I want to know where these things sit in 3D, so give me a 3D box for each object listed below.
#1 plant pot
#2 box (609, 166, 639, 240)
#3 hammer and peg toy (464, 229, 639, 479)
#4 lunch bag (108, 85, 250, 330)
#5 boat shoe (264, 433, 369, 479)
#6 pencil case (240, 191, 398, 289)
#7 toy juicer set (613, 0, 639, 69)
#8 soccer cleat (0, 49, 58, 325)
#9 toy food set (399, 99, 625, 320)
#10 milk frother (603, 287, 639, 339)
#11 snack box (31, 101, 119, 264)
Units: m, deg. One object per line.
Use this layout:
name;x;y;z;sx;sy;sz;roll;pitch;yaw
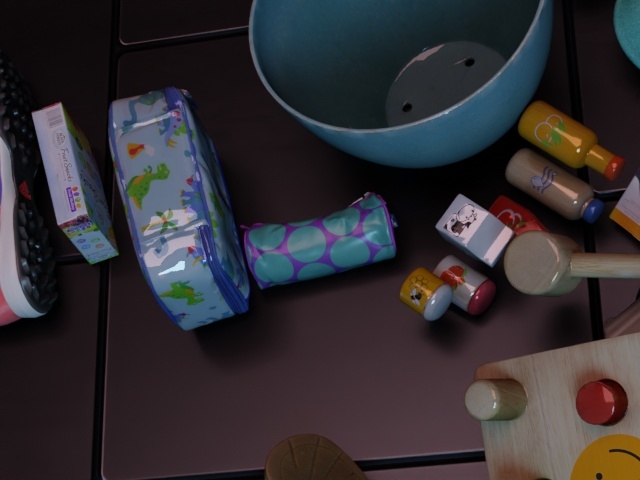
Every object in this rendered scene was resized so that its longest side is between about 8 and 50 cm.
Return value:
plant pot;0.100;-0.183;1.545;0.290;0.195;0.290;-10;60;18
box;0.340;-0.054;1.487;0.081;0.028;0.136;41;115;26
hammer and peg toy;0.251;0.152;1.318;0.266;0.127;0.361;-15;77;35
lunch bag;-0.137;-0.031;1.564;0.090;0.176;0.219;-17;65;2
boat shoe;0.049;0.301;1.424;0.104;0.089;0.285;-25;62;-26
pencil case;0.000;0.000;1.573;0.152;0.064;0.070;-14;80;8
toy juicer set;0.387;-0.228;1.570;0.209;0.089;0.329;-26;75;-20
soccer cleat;-0.356;-0.059;1.676;0.116;0.108;0.318;-16;66;12
toy food set;0.186;-0.004;1.498;0.104;0.111;0.232;34;84;24
milk frother;0.357;0.077;1.430;0.143;0.129;0.135;45;122;-1
snack box;-0.254;-0.059;1.647;0.037;0.100;0.141;-20;62;5
